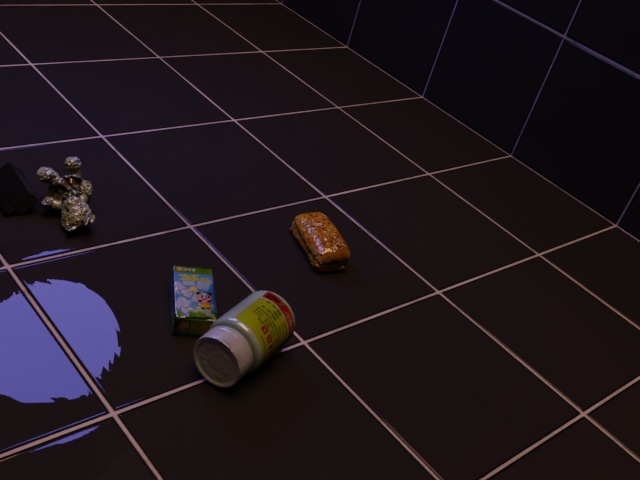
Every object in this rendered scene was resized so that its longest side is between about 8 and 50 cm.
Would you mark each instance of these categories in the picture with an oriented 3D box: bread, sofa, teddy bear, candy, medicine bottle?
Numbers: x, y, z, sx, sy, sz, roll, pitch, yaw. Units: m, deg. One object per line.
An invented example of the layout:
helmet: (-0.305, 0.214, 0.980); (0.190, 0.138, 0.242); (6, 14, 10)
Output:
bread: (0.000, 0.000, 2.199); (0.114, 0.083, 0.211); (-6, 38, -27)
sofa: (-0.785, -0.125, 2.035); (0.085, 0.060, 0.147); (-43, 54, -4)
teddy bear: (-0.643, -0.099, 2.037); (0.133, 0.111, 0.213); (-20, 70, -16)
candy: (-0.299, 0.140, 1.860); (0.097, 0.062, 0.194); (6, 35, -16)
medicine bottle: (-0.165, 0.213, 1.743); (0.139, 0.139, 0.225); (29, 34, 17)
